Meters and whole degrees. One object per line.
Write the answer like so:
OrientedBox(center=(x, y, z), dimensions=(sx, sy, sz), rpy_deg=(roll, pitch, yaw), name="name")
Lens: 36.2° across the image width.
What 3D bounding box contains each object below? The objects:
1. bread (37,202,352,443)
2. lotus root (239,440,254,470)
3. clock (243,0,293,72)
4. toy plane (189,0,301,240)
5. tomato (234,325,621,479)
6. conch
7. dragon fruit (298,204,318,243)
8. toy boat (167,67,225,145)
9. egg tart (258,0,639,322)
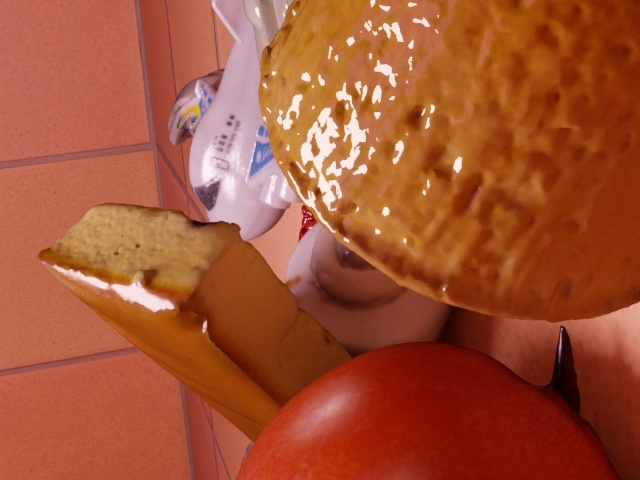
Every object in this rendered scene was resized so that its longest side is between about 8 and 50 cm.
OrientedBox(center=(-0.029, 0.101, 0.694), dimensions=(0.138, 0.077, 0.361), rpy_deg=(12, 153, 42), name="bread")
OrientedBox(center=(-0.012, 0.284, 1.023), dimensions=(0.350, 0.174, 0.175), rpy_deg=(103, 155, -54), name="lotus root")
OrientedBox(center=(0.020, -0.211, 0.707), dimensions=(0.324, 0.108, 0.265), rpy_deg=(172, 90, -76), name="clock")
OrientedBox(center=(-0.072, -0.129, 1.031), dimensions=(0.267, 0.122, 0.267), rpy_deg=(-9, 80, 62), name="toy plane")
OrientedBox(center=(0.063, 0.185, 0.537), dimensions=(0.256, 0.224, 0.256), rpy_deg=(43, 143, 43), name="tomato")
OrientedBox(center=(0.029, 0.060, 0.788), dimensions=(0.255, 0.127, 0.158), rpy_deg=(96, 159, -46), name="conch")
OrientedBox(center=(-0.003, 0.001, 1.018), dimensions=(0.097, 0.063, 0.131), rpy_deg=(162, 99, -76), name="dragon fruit")
OrientedBox(center=(-0.123, -0.156, 1.277), dimensions=(0.269, 0.140, 0.141), rpy_deg=(-157, 59, -71), name="toy boat")
OrientedBox(center=(0.089, -0.083, 0.385), dimensions=(0.147, 0.202, 0.203), rpy_deg=(117, 144, -45), name="egg tart")
